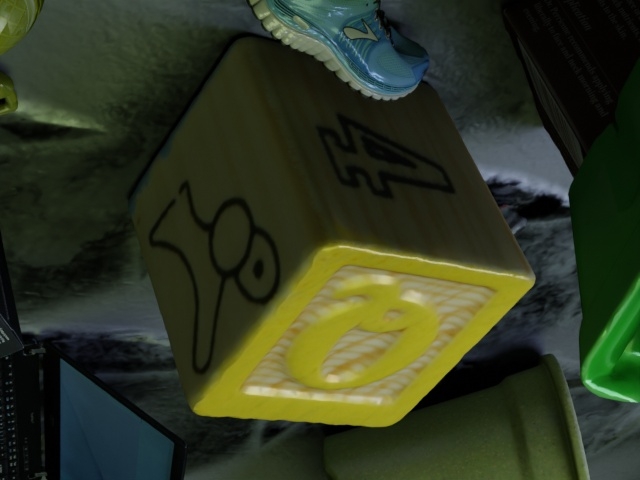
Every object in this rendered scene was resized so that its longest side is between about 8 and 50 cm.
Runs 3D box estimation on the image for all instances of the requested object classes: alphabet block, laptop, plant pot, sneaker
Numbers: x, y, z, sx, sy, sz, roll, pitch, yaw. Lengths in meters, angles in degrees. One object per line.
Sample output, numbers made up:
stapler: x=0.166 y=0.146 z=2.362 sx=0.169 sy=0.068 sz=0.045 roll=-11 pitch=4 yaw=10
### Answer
alphabet block: x=0.000 y=0.000 z=0.940 sx=0.193 sy=0.197 sz=0.192 roll=8 pitch=136 yaw=-35
laptop: x=-0.266 y=0.205 z=1.123 sx=0.264 sy=0.136 sz=0.234 roll=-8 pitch=142 yaw=-18
plant pot: x=0.138 y=0.273 z=1.349 sx=0.254 sy=0.276 sz=0.276 roll=-9 pitch=145 yaw=3
sneaker: x=0.026 y=-0.149 z=0.875 sx=0.073 sy=0.063 sz=0.162 roll=-43 pitch=140 yaw=22

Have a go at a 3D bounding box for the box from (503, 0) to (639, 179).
box: x=0.271 y=-0.113 z=0.957 sx=0.203 sy=0.168 sz=0.167 roll=-26 pitch=143 yaw=7

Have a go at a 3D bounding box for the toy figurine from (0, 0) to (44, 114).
toy figurine: x=-0.312 y=-0.045 z=0.701 sx=0.362 sy=0.217 sz=0.191 roll=-4 pitch=141 yaw=-22

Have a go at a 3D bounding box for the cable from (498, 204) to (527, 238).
cable: x=0.102 y=0.037 z=1.190 sx=0.139 sy=0.072 sz=0.287 roll=-30 pitch=160 yaw=-18

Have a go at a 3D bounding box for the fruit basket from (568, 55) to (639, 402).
fruit basket: x=0.299 y=-0.026 z=0.671 sx=0.283 sy=0.392 sz=0.392 roll=10 pitch=135 yaw=-20

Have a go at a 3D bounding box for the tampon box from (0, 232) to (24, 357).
tampon box: x=-0.303 y=0.032 z=0.888 sx=0.161 sy=0.120 sz=0.101 roll=-20 pitch=145 yaw=-3
